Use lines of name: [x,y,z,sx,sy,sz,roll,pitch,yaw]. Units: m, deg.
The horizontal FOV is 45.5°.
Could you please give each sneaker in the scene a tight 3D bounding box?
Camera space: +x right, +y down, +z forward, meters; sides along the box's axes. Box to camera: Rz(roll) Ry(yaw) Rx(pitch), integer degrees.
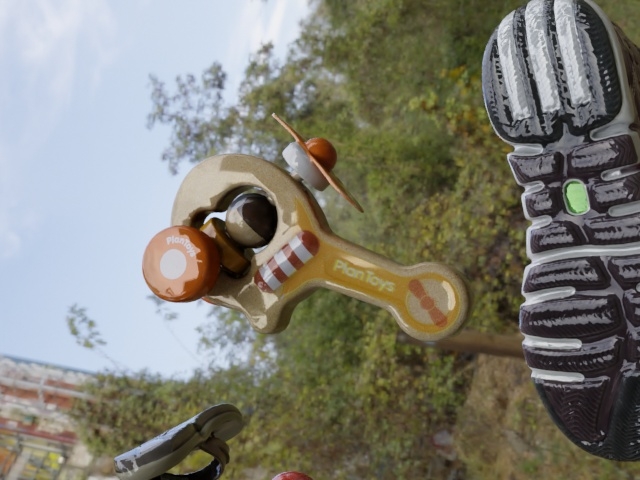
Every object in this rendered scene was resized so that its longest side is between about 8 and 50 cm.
sneaker: [0.197,-0.016,0.489,0.163,0.107,0.281,-20,-77,-49]

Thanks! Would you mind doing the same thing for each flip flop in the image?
flip flop: [-0.152,0.252,0.889,0.080,0.112,0.277,62,-179,8]

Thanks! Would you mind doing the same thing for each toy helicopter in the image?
toy helicopter: [0.000,0.000,0.822,0.234,0.355,0.140,-69,-19,0]

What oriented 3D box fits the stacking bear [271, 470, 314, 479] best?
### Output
stacking bear: [-0.012,0.259,0.346,0.164,0.176,0.288,62,-172,-65]
